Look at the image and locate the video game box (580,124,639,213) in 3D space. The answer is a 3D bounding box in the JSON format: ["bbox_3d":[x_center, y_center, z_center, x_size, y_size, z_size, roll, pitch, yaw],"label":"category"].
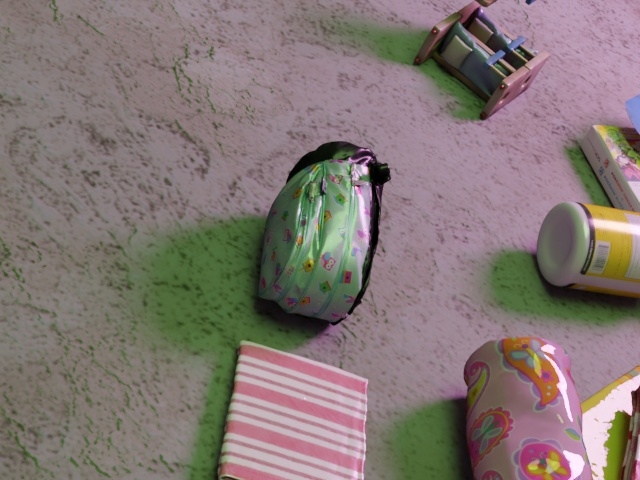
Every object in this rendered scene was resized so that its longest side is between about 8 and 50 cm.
[{"bbox_3d":[0.467,-0.069,2.035,0.205,0.048,0.187,3,49,-28],"label":"video game box"}]

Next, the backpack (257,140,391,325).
[{"bbox_3d":[0.000,0.000,1.637,0.115,0.152,0.182,14,56,-11],"label":"backpack"}]

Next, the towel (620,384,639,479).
[{"bbox_3d":[0.413,0.319,1.614,0.237,0.037,0.329,29,45,-9],"label":"towel"}]

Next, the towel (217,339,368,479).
[{"bbox_3d":[-0.026,0.189,1.509,0.144,0.029,0.197,20,40,-12],"label":"towel"}]

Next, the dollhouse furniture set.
[{"bbox_3d":[0.236,-0.281,2.006,0.129,0.183,0.129,40,42,11],"label":"dollhouse furniture set"}]

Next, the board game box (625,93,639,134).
[{"bbox_3d":[0.477,-0.146,2.064,0.169,0.033,0.133,-28,70,-40],"label":"board game box"}]

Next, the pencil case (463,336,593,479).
[{"bbox_3d":[0.214,0.233,1.541,0.124,0.124,0.284,13,45,-19],"label":"pencil case"}]

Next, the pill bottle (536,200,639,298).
[{"bbox_3d":[0.361,0.015,1.847,0.184,0.103,0.103,9,46,-24],"label":"pill bottle"}]

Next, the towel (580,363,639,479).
[{"bbox_3d":[0.344,0.206,1.714,0.237,0.021,0.102,-23,60,-43],"label":"towel"}]
